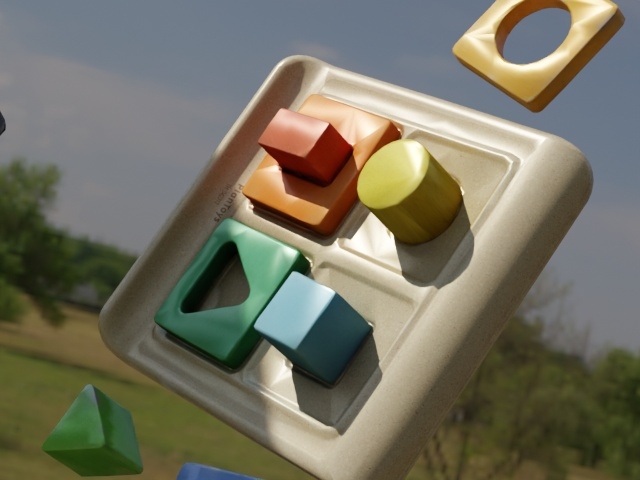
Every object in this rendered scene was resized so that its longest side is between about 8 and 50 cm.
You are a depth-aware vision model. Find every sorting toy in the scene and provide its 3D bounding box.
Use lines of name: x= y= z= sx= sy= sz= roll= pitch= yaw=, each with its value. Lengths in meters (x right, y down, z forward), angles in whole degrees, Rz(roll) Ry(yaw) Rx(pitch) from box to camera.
sorting toy: x=0.000 y=0.000 z=0.748 sx=0.196 sy=0.348 sz=0.047 roll=25 pitch=-14 yaw=42

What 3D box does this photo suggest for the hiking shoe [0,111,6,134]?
hiking shoe: x=-0.151 y=-0.082 z=0.259 sx=0.226 sy=0.114 sz=0.086 roll=23 pitch=39 yaw=10
